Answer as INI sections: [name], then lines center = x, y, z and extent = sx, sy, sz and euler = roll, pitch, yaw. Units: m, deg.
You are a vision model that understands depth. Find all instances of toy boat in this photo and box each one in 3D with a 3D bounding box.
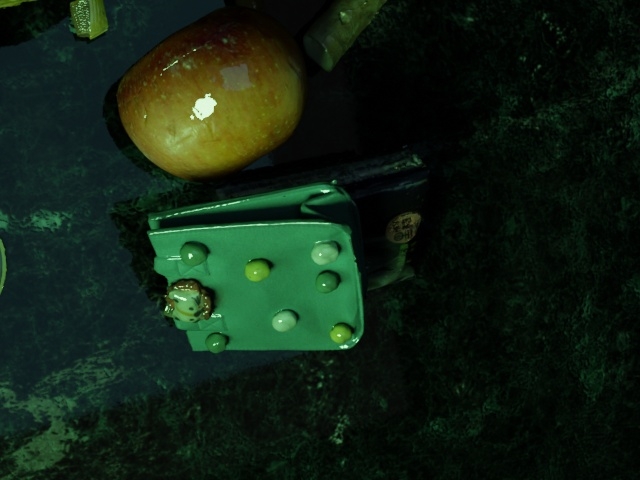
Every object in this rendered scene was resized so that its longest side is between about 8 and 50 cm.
[toy boat]
center = -0.344, -0.365, 1.332
extent = 0.049, 0.047, 0.149
euler = -14, 94, -17

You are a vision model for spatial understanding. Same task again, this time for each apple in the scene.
[apple]
center = -0.146, -0.203, 1.300
extent = 0.272, 0.251, 0.206
euler = -31, 104, 10

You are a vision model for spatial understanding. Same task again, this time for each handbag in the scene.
[handbag]
center = -0.074, 0.057, 1.240
extent = 0.274, 0.100, 0.268
euler = -6, 139, 2

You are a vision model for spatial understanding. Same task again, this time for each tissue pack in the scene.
[tissue pack]
center = 0.000, 0.000, 1.392
extent = 0.333, 0.123, 0.245
euler = -13, 135, -18

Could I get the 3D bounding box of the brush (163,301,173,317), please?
[brush]
center = -0.150, 0.129, 1.442
extent = 0.190, 0.027, 0.034
euler = 20, 90, -19

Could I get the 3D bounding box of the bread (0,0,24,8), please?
[bread]
center = -0.391, -0.430, 1.204
extent = 0.277, 0.167, 0.324
euler = 42, 57, 7

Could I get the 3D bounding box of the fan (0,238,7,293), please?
[fan]
center = -0.565, 0.076, 1.313
extent = 0.230, 0.011, 0.334
euler = -2, 94, -17

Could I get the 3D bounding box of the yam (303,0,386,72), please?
[yam]
center = 0.091, -0.420, 1.454
extent = 0.081, 0.081, 0.356
euler = 40, 80, -16

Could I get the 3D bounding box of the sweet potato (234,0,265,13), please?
[sweet potato]
center = -0.137, -0.455, 1.383
extent = 0.072, 0.066, 0.314
euler = -21, 105, 26
